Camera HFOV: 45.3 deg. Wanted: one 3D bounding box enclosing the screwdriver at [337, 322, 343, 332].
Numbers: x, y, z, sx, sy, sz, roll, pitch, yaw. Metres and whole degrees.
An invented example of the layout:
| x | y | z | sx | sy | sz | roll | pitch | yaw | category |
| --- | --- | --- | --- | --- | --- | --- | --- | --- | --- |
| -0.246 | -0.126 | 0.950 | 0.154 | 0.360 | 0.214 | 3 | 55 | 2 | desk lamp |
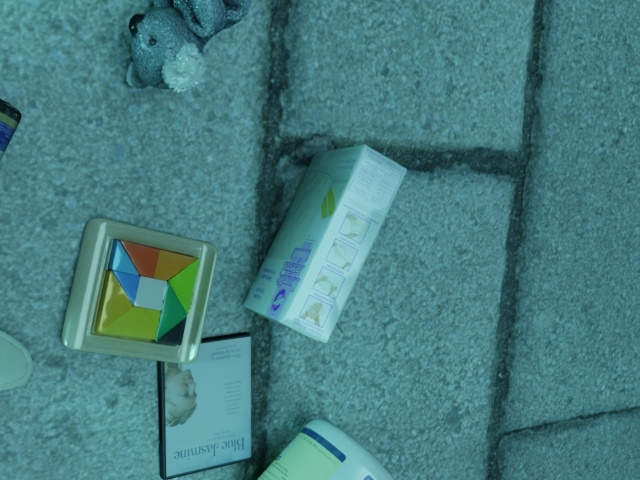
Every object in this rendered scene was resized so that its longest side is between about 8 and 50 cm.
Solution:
| x | y | z | sx | sy | sz | roll | pitch | yaw | category |
| --- | --- | --- | --- | --- | --- | --- | --- | --- | --- |
| 0.005 | 0.124 | 1.536 | 0.024 | 0.025 | 0.170 | -43 | 126 | -20 | screwdriver |

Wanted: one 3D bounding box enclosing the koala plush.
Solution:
| x | y | z | sx | sy | sz | roll | pitch | yaw | category |
| --- | --- | --- | --- | --- | --- | --- | --- | --- | --- |
| -0.226 | -0.336 | 1.217 | 0.203 | 0.196 | 0.221 | 25 | 80 | -47 | koala plush |

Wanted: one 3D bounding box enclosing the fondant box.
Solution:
| x | y | z | sx | sy | sz | roll | pitch | yaw | category |
| --- | --- | --- | --- | --- | --- | --- | --- | --- | --- |
| 0.000 | 0.000 | 1.370 | 0.096 | 0.238 | 0.330 | 27 | 83 | -20 | fondant box |

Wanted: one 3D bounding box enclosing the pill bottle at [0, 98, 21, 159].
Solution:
| x | y | z | sx | sy | sz | roll | pitch | yaw | category |
| --- | --- | --- | --- | --- | --- | --- | --- | --- | --- |
| -0.530 | -0.113 | 1.095 | 0.123 | 0.123 | 0.219 | 29 | 82 | -32 | pill bottle |

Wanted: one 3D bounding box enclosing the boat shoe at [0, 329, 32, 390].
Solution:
| x | y | z | sx | sy | sz | roll | pitch | yaw | category |
| --- | --- | --- | --- | --- | --- | --- | --- | --- | --- |
| -0.585 | 0.171 | 1.125 | 0.305 | 0.091 | 0.109 | 16 | 55 | -34 | boat shoe |

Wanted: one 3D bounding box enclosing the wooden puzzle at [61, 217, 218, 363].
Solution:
| x | y | z | sx | sy | sz | roll | pitch | yaw | category |
| --- | --- | --- | --- | --- | --- | --- | --- | --- | --- |
| -0.298 | 0.091 | 1.307 | 0.239 | 0.044 | 0.220 | 14 | 84 | -32 | wooden puzzle |

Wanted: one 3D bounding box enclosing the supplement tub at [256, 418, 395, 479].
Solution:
| x | y | z | sx | sy | sz | roll | pitch | yaw | category |
| --- | --- | --- | --- | --- | --- | --- | --- | --- | --- |
| -0.030 | 0.526 | 1.443 | 0.325 | 0.235 | 0.235 | -45 | 118 | -18 | supplement tub |

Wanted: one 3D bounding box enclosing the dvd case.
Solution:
| x | y | z | sx | sy | sz | roll | pitch | yaw | category |
| --- | --- | --- | --- | --- | --- | --- | --- | --- | --- |
| -0.212 | 0.304 | 1.421 | 0.180 | 0.022 | 0.252 | -5 | 100 | -32 | dvd case |
